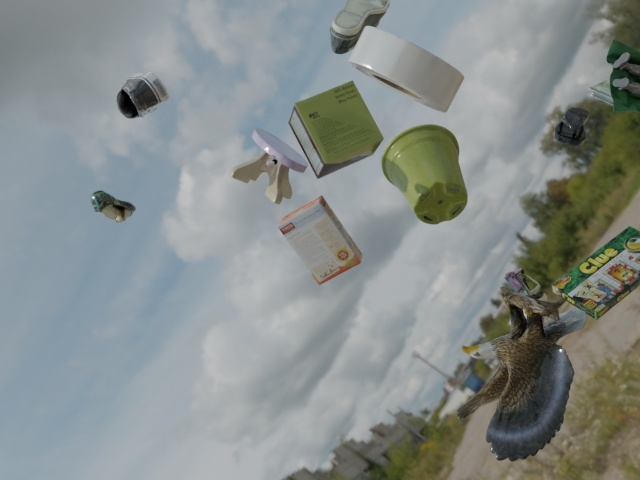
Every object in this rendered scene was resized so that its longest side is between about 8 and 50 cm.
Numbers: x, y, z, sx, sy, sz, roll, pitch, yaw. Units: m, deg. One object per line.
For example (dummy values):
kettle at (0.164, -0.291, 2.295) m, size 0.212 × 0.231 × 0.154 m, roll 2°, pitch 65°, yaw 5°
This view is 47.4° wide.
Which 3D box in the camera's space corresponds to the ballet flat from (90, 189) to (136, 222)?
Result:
ballet flat at (-0.563, -0.081, 1.995) m, size 0.070 × 0.070 × 0.188 m, roll -55°, pitch -22°, yaw 2°

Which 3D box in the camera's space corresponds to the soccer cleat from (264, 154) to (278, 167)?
soccer cleat at (-0.144, -0.242, 2.225) m, size 0.083 × 0.035 × 0.029 m, roll -55°, pitch -41°, yaw -67°

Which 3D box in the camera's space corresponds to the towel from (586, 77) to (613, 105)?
towel at (0.833, -0.417, 2.032) m, size 0.152 × 0.113 × 0.023 m, roll -25°, pitch -44°, yaw -27°

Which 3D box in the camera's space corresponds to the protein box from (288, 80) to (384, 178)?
protein box at (0.042, -0.325, 2.151) m, size 0.199 × 0.201 × 0.136 m, roll -25°, pitch -8°, yaw -16°

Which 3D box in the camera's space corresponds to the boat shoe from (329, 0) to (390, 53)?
boat shoe at (0.113, -0.656, 2.190) m, size 0.319 × 0.116 × 0.099 m, roll -53°, pitch -16°, yaw -45°

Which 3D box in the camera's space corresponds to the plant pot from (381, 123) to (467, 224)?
plant pot at (0.364, -0.199, 2.415) m, size 0.276 × 0.254 × 0.276 m, roll -7°, pitch -45°, yaw -7°

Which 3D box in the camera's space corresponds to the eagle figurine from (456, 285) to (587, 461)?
eagle figurine at (0.382, 0.247, 1.425) m, size 0.226 × 0.225 × 0.298 m, roll -9°, pitch -77°, yaw -57°

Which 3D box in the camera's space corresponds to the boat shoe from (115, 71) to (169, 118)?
boat shoe at (-0.470, -0.357, 1.852) m, size 0.102 × 0.108 × 0.301 m, roll -36°, pitch 21°, yaw -16°

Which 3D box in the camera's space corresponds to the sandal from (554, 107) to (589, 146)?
sandal at (0.816, -0.380, 2.363) m, size 0.254 × 0.097 × 0.054 m, roll -58°, pitch -23°, yaw -49°

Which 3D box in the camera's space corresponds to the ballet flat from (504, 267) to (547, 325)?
ballet flat at (0.616, 0.161, 2.144) m, size 0.079 × 0.221 × 0.077 m, roll -38°, pitch -49°, yaw 17°

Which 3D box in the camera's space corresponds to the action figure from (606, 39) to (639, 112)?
action figure at (0.633, -0.282, 1.339) m, size 0.063 × 0.232 × 0.137 m, roll 169°, pitch 108°, yaw -65°

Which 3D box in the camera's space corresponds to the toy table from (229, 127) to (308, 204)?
toy table at (-0.166, -0.245, 2.436) m, size 0.252 × 0.274 × 0.161 m, roll 23°, pitch -75°, yaw -29°

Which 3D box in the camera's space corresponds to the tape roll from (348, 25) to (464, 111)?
tape roll at (0.214, -0.429, 1.836) m, size 0.100 × 0.286 × 0.286 m, roll -64°, pitch -17°, yaw 9°

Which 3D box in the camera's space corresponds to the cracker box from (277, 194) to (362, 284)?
cracker box at (0.000, 0.000, 2.204) m, size 0.155 × 0.232 × 0.067 m, roll -29°, pitch 17°, yaw 19°

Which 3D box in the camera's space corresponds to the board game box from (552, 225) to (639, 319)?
board game box at (0.683, 0.071, 1.698) m, size 0.259 × 0.136 × 0.030 m, roll -35°, pitch -53°, yaw -14°
